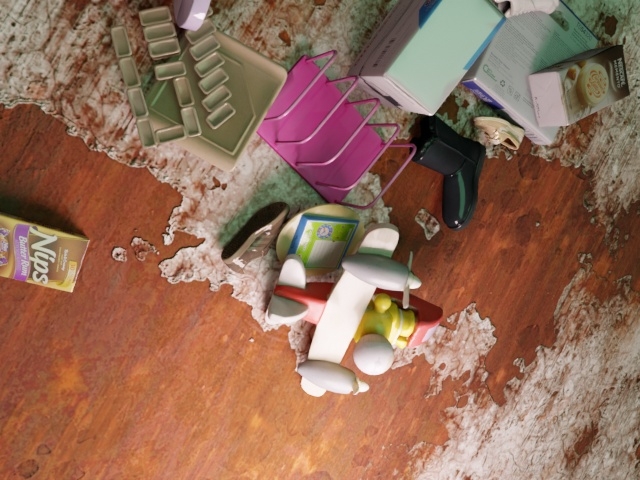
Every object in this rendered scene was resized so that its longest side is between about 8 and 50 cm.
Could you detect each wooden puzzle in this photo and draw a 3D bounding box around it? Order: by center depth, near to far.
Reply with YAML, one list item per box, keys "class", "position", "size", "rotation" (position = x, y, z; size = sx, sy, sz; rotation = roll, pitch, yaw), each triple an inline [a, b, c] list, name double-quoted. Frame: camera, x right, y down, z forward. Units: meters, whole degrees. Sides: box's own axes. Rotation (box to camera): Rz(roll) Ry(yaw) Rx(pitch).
- class: "wooden puzzle"
  position: [-0.214, -0.286, 1.137]
  size: [0.221, 0.044, 0.238]
  rotation: [29, 89, -1]

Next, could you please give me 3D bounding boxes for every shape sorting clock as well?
- class: "shape sorting clock"
  position: [0.000, 0.000, 1.291]
  size: [0.206, 0.040, 0.206]
  rotation: [-13, 134, -14]

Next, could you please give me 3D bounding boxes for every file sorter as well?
- class: "file sorter"
  position: [0.034, -0.230, 1.223]
  size: [0.291, 0.182, 0.202]
  rotation: [43, 79, -25]

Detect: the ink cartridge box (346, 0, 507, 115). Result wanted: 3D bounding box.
- class: "ink cartridge box"
  position: [0.195, -0.386, 1.154]
  size: [0.129, 0.307, 0.223]
  rotation: [34, 97, -18]

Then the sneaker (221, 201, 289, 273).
- class: "sneaker"
  position: [-0.134, -0.006, 1.259]
  size: [0.188, 0.066, 0.071]
  rotation: [-42, 131, -8]

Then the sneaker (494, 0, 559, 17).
- class: "sneaker"
  position: [0.482, -0.584, 1.372]
  size: [0.232, 0.090, 0.115]
  rotation: [7, 131, -40]

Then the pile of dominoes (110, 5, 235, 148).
- class: "pile of dominoes"
  position: [-0.279, -0.321, 1.105]
  size: [0.196, 0.040, 0.251]
  rotation: [-14, 98, -6]

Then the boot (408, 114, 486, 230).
- class: "boot"
  position: [0.298, -0.167, 1.410]
  size: [0.207, 0.094, 0.246]
  rotation: [19, 84, -31]

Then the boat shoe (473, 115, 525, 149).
- class: "boat shoe"
  position: [0.468, -0.280, 1.492]
  size: [0.170, 0.063, 0.059]
  rotation: [12, 88, -28]

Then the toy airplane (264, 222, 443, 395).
- class: "toy airplane"
  position: [0.066, 0.176, 1.256]
  size: [0.385, 0.272, 0.386]
  rotation: [-29, 131, 5]

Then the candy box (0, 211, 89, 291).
- class: "candy box"
  position: [-0.542, 0.019, 1.061]
  size: [0.187, 0.053, 0.109]
  rotation: [18, 90, -29]

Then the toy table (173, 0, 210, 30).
- class: "toy table"
  position: [-0.277, -0.501, 0.976]
  size: [0.161, 0.252, 0.274]
  rotation: [8, 54, -30]

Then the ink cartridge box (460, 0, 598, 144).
- class: "ink cartridge box"
  position: [0.554, -0.473, 1.498]
  size: [0.324, 0.071, 0.329]
  rotation: [29, 83, -27]

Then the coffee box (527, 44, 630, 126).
- class: "coffee box"
  position: [0.670, -0.401, 1.474]
  size: [0.247, 0.098, 0.141]
  rotation: [-27, 109, -22]
